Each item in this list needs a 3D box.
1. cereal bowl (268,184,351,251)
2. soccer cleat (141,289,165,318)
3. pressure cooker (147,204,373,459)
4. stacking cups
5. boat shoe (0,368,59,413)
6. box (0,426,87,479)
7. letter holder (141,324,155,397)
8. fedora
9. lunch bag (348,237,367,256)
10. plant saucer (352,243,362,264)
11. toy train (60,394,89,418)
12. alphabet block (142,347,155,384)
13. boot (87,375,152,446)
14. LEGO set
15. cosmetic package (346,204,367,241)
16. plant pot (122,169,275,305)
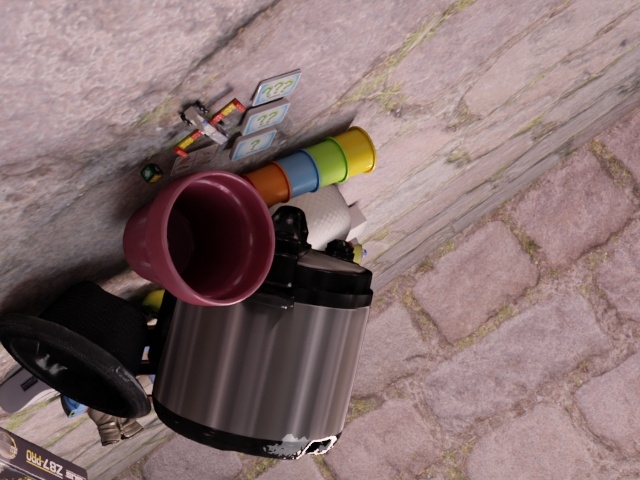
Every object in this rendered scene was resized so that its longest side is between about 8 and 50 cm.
[{"bbox_3d":[-0.065,0.024,1.823,0.339,0.141,0.339,-33,168,-8],"label":"cereal bowl"},{"bbox_3d":[-0.314,0.136,1.807,0.121,0.093,0.289,-63,166,-8],"label":"soccer cleat"},{"bbox_3d":[-0.095,0.142,1.480,0.376,0.370,0.420,9,96,-41],"label":"pressure cooker"},{"bbox_3d":[-0.050,-0.111,1.458,0.316,0.096,0.096,-25,165,-25],"label":"stacking cups"},{"bbox_3d":[-0.558,0.274,1.685,0.258,0.095,0.084,-27,175,20],"label":"boat shoe"},{"bbox_3d":[-0.782,0.584,1.832,0.395,0.097,0.318,-28,134,11],"label":"box"},{"bbox_3d":[-0.391,0.279,1.772,0.215,0.152,0.302,-2,166,-2],"label":"letter holder"},{"bbox_3d":[-0.398,0.176,1.413,0.152,0.334,0.334,-61,-178,-29],"label":"fedora"},{"bbox_3d":[-0.014,0.087,2.266,0.303,0.115,0.243,-38,169,27],"label":"lunch bag"},{"bbox_3d":[0.003,0.091,1.834,0.241,0.037,0.241,-32,167,-8],"label":"plant saucer"},{"bbox_3d":[-0.584,0.379,2.026,0.105,0.080,0.184,-17,161,-36],"label":"toy train"},{"bbox_3d":[-0.353,0.328,2.143,0.192,0.193,0.197,-30,168,-7],"label":"alphabet block"},{"bbox_3d":[-0.546,0.482,2.311,0.247,0.161,0.083,-22,164,-41],"label":"boot"},{"bbox_3d":[-0.138,-0.146,1.177,0.244,0.060,0.182,-24,161,-34],"label":"LEGO set"},{"bbox_3d":[0.000,0.000,2.074,0.239,0.060,0.099,-30,165,-15],"label":"cosmetic package"},{"bbox_3d":[-0.202,0.000,1.238,0.201,0.201,0.180,-22,-168,-42],"label":"plant pot"}]
